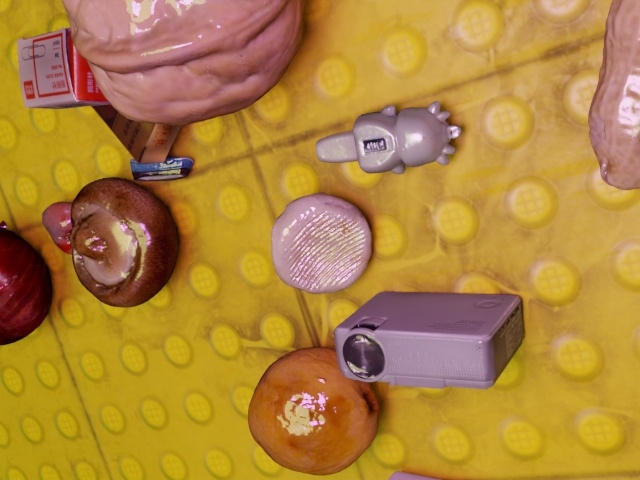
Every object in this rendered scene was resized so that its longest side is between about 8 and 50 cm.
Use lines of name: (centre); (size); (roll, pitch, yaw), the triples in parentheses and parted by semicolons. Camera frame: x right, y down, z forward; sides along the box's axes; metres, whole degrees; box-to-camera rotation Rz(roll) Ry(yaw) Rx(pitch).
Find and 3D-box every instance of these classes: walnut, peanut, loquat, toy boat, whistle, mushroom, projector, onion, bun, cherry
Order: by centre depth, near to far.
peanut: (0.428, -0.206, 1.093); (0.130, 0.130, 0.290); (16, 115, 24)
walnut: (-0.203, -0.357, 1.258); (0.381, 0.381, 0.381); (9, 110, 27)
whistle: (0.106, -0.157, 1.303); (0.244, 0.092, 0.110); (-6, 104, 29)
projector: (0.173, 0.156, 1.305); (0.257, 0.192, 0.099); (0, 105, 29)
bun: (0.000, 0.000, 1.405); (0.183, 0.102, 0.183); (-3, 117, -6)
loquat: (-0.013, 0.299, 1.454); (0.238, 0.193, 0.238); (12, 118, 24)
toy boat: (-0.303, -0.146, 1.557); (0.137, 0.060, 0.060); (-4, 77, 27)
mushroom: (-0.380, 0.002, 1.587); (0.253, 0.153, 0.253); (9, 109, 29)
cherry: (-0.512, -0.033, 1.688); (0.126, 0.087, 0.106); (54, 144, 25)
onion: (-0.707, 0.102, 1.747); (0.276, 0.276, 0.276); (9, 110, 27)

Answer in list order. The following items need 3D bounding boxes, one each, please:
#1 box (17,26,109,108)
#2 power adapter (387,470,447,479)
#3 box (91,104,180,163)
box: (-0.456, -0.305, 1.481); (0.182, 0.099, 0.133); (5, 100, 41)
power adapter: (0.179, 0.515, 1.455); (0.255, 0.124, 0.187); (3, 106, 28)
box: (-0.341, -0.273, 1.500); (0.240, 0.071, 0.159); (49, 126, 24)
